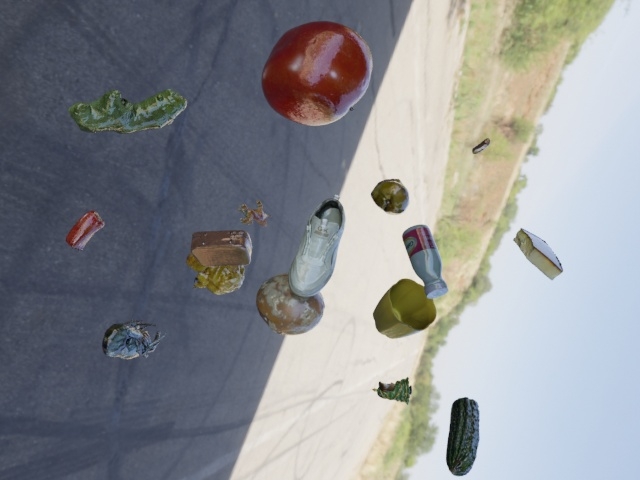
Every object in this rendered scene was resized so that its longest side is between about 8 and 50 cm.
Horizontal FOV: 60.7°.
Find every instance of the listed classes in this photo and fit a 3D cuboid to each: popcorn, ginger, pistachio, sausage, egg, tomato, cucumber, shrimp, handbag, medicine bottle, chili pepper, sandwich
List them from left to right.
[{"bbox_3d":[-0.706,-0.032,1.641,0.123,0.070,0.073,-51,143,-6],"label":"chili pepper"},{"bbox_3d":[-0.495,-0.334,1.416,0.137,0.290,0.089,111,-35,-42],"label":"ginger"},{"bbox_3d":[-0.620,0.348,1.881,0.372,0.172,0.137,26,82,-79],"label":"shrimp"},{"bbox_3d":[-0.389,0.087,2.050,0.190,0.254,0.191,81,28,-46],"label":"popcorn"},{"bbox_3d":[-0.328,0.029,1.846,0.151,0.193,0.072,74,13,-57],"label":"handbag"},{"bbox_3d":[-0.093,0.198,1.680,0.195,0.233,0.195,-27,130,-39],"label":"egg"},{"bbox_3d":[-0.015,-0.499,1.654,0.290,0.325,0.293,37,74,-32],"label":"tomato"},{"bbox_3d":[0.205,-0.124,1.576,0.100,0.110,0.189,-32,-173,8],"label":"pistachio"},{"bbox_3d":[0.315,0.062,1.634,0.090,0.090,0.216,80,-5,-62],"label":"medicine bottle"},{"bbox_3d":[0.346,0.471,1.316,0.265,0.077,0.077,-56,160,-62],"label":"cucumber"},{"bbox_3d":[0.500,-0.293,1.700,0.116,0.026,0.026,118,-8,-84],"label":"sausage"},{"bbox_3d":[0.669,0.020,1.718,0.058,0.162,0.193,-46,-168,24],"label":"sandwich"}]

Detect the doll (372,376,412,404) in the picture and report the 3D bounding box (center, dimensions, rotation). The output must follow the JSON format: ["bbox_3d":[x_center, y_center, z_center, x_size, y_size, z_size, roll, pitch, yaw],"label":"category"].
[{"bbox_3d":[0.212,0.446,1.586,0.078,0.113,0.076,91,-15,-46],"label":"doll"}]

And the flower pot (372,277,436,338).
[{"bbox_3d":[0.284,0.259,1.944,0.179,0.195,0.195,-51,-173,51],"label":"flower pot"}]

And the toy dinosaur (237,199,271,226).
[{"bbox_3d":[-0.235,-0.095,2.089,0.212,0.142,0.057,14,122,-43],"label":"toy dinosaur"}]

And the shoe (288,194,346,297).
[{"bbox_3d":[0.000,0.000,1.561,0.159,0.124,0.316,102,6,-61],"label":"shoe"}]
